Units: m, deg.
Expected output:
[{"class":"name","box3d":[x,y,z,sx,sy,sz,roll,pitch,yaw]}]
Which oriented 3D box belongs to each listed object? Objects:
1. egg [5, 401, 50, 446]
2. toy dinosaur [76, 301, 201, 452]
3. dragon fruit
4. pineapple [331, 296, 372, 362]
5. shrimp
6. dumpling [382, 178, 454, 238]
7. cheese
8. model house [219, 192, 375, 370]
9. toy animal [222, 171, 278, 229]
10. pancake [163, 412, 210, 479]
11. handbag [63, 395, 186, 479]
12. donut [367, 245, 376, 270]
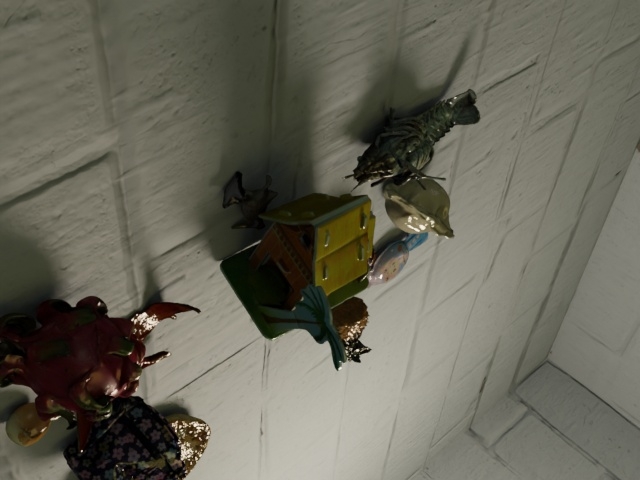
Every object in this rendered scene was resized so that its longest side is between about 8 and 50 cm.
[{"class":"egg","box3d":[-0.531,0.332,1.548,0.083,0.071,0.071,-42,153,-42]},{"class":"toy dinosaur","box3d":[-0.371,0.251,1.643,0.327,0.113,0.207,-38,149,-21]},{"class":"dragon fruit","box3d":[-0.432,0.194,1.428,0.218,0.272,0.198,-59,-165,4]},{"class":"pineapple","box3d":[0.075,0.250,2.283,0.111,0.119,0.237,-25,145,-18]},{"class":"shrimp","box3d":[0.214,-0.219,1.918,0.410,0.166,0.222,-43,120,-43]},{"class":"dumpling","box3d":[0.257,-0.073,2.092,0.147,0.193,0.258,-53,155,12]},{"class":"cheese","box3d":[0.208,0.039,2.296,0.244,0.052,0.135,-42,150,-17]},{"class":"model house","box3d":[0.038,0.056,1.686,0.300,0.340,0.324,-26,165,-35]},{"class":"toy animal","box3d":[-0.132,-0.067,1.668,0.105,0.070,0.202,-2,152,2]},{"class":"pancake","box3d":[-0.411,0.539,1.968,0.356,0.065,0.356,-36,146,-29]},{"class":"handbag","box3d":[-0.399,0.444,1.761,0.208,0.229,0.126,-42,-167,-19]},{"class":"donut","box3d":[0.042,0.072,2.036,0.235,0.089,0.235,-35,157,-18]}]
